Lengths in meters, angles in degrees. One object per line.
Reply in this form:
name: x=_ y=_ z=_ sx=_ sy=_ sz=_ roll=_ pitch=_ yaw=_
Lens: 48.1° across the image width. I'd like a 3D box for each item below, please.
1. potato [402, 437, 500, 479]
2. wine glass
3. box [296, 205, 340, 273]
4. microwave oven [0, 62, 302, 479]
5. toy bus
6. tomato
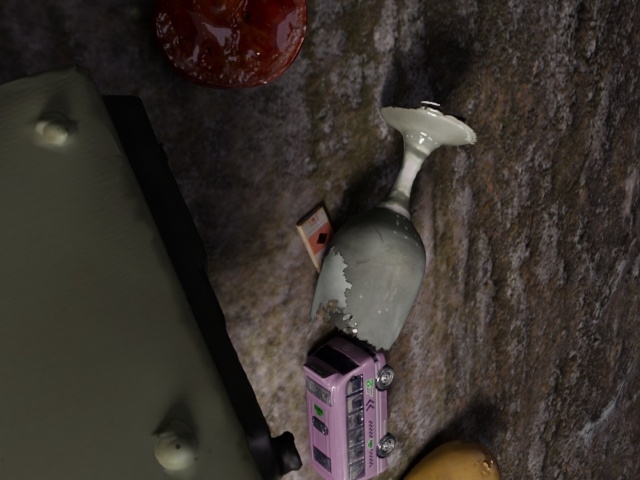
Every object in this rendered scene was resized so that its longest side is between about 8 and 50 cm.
potato: x=0.201 y=0.429 z=1.182 sx=0.234 sy=0.146 sz=0.150 roll=-43 pitch=96 yaw=-24
wine glass: x=0.092 y=-0.019 z=0.940 sx=0.143 sy=0.143 sz=0.321 roll=26 pitch=80 yaw=-42
box: x=0.000 y=0.000 z=0.960 sx=0.046 sy=0.012 sz=0.083 roll=-42 pitch=127 yaw=-26
microwave oven: x=-0.175 y=0.139 z=0.495 sx=0.247 sy=0.333 sz=0.394 roll=-19 pitch=158 yaw=-17
toy bus: x=0.035 y=0.237 z=1.003 sx=0.108 sy=0.096 sz=0.199 roll=-18 pitch=116 yaw=-33
tomato: x=-0.098 y=-0.229 z=0.762 sx=0.159 sy=0.091 sz=0.139 roll=-7 pitch=98 yaw=-12
